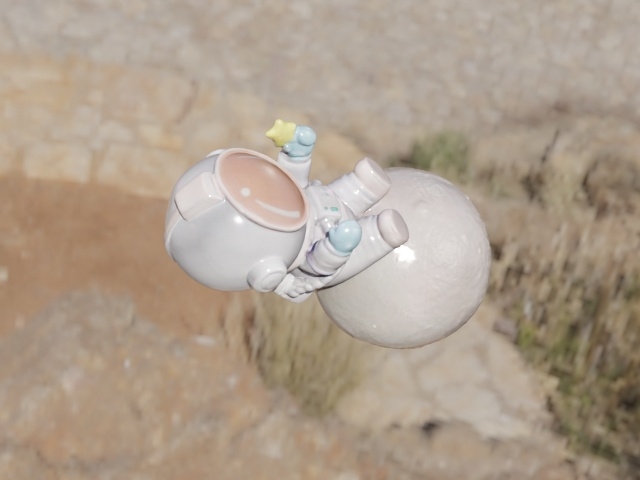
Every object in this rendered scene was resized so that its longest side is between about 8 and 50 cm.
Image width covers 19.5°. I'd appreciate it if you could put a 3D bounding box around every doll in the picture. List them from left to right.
[{"bbox_3d":[0.000,0.000,1.396,0.287,0.151,0.151,13,34,-41],"label":"doll"}]
